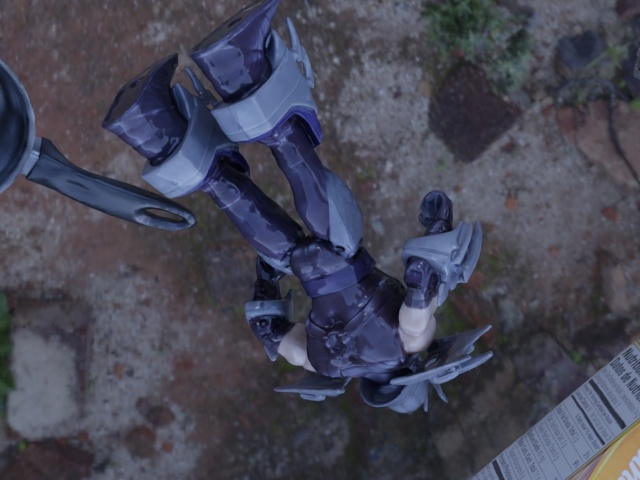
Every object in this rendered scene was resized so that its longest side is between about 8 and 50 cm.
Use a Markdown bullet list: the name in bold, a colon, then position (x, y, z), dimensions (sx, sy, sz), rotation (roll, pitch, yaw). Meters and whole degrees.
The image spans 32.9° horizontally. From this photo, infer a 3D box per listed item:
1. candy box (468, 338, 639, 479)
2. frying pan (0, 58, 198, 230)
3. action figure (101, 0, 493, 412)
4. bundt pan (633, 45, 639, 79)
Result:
- **candy box**: position (0.149, 0.237, 0.689), dimensions (0.316, 0.087, 0.183), rotation (-42, 104, 8)
- **frying pan**: position (-0.238, -0.086, 0.770), dimensions (0.326, 0.053, 0.197), rotation (-2, 139, -18)
- **action figure**: position (0.000, 0.000, 0.668), dimensions (0.185, 0.099, 0.285), rotation (-22, 113, 30)
- **bundt pan**: position (0.397, -0.254, 0.898), dimensions (0.124, 0.331, 0.331), rotation (29, 121, 3)
